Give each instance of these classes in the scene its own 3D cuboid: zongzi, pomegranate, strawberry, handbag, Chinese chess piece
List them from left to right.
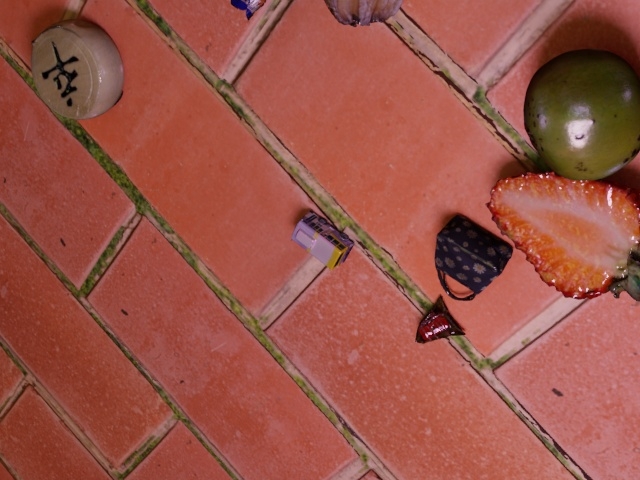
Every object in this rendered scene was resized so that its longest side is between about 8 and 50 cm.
[{"bbox_3d":[-0.460,-0.322,1.769,0.188,0.083,0.188,12,114,27],"label":"Chinese chess piece"},{"bbox_3d":[0.196,0.130,1.572,0.083,0.067,0.073,-14,91,18],"label":"zongzi"},{"bbox_3d":[0.231,0.043,1.498,0.115,0.072,0.139,32,137,15],"label":"handbag"},{"bbox_3d":[0.384,-0.016,1.348,0.286,0.106,0.188,35,122,31],"label":"strawberry"},{"bbox_3d":[0.377,-0.175,1.248,0.209,0.180,0.180,-15,104,6],"label":"pomegranate"}]

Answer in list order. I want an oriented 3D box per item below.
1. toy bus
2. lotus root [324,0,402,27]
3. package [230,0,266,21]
[{"bbox_3d":[0.000,0.000,1.626,0.102,0.058,0.052,38,126,13],"label":"toy bus"},{"bbox_3d":[0.068,-0.473,1.320,0.078,0.167,0.329,30,118,36],"label":"lotus root"},{"bbox_3d":[-0.099,-0.412,1.526,0.111,0.033,0.077,-47,61,21],"label":"package"}]
